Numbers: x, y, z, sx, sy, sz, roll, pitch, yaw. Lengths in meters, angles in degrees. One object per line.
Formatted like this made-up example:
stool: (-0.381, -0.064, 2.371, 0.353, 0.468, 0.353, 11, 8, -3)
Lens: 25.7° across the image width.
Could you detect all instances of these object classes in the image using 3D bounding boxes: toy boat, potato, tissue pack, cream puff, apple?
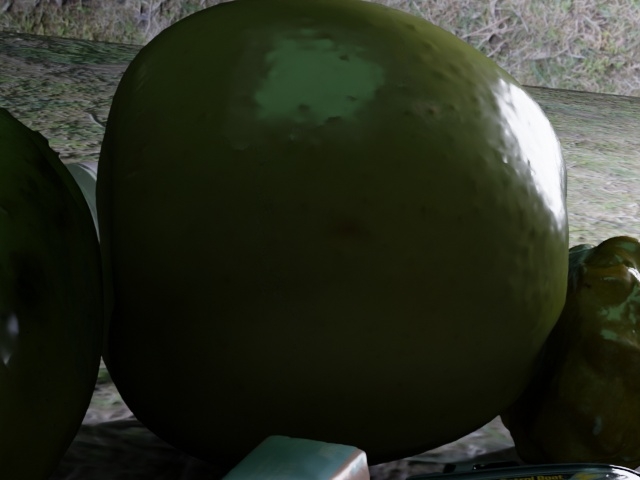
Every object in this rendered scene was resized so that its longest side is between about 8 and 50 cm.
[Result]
toy boat: (0.103, 0.131, 0.659, 0.141, 0.055, 0.060, -1, 21, -20)
potato: (-0.201, 0.037, 0.640, 0.216, 0.216, 0.304, 0, 26, -18)
tissue pack: (-0.015, 0.130, 0.591, 0.058, 0.074, 0.094, 2, 13, 19)
cream puff: (0.172, 0.073, 0.791, 0.116, 0.146, 0.146, 19, 11, -10)
apple: (0.000, 0.000, 0.747, 0.279, 0.279, 0.279, 5, 14, -1)

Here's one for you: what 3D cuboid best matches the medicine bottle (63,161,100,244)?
medicine bottle: (-0.251, 0.011, 0.927, 0.161, 0.111, 0.296, 19, 21, 42)
